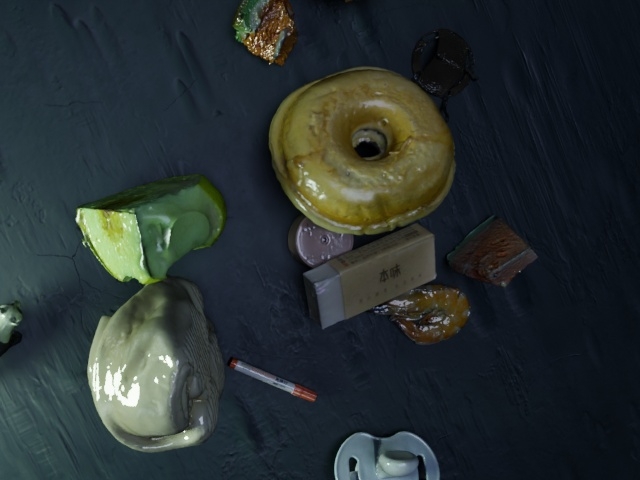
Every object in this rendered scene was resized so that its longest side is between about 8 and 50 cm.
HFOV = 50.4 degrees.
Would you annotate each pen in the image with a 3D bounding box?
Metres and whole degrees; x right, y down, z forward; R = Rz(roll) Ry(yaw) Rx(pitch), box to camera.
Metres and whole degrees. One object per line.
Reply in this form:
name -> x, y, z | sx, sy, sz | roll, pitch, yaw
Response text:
pen -> -0.116, 0.343, 1.670 | 0.239, 0.028, 0.028 | 26, 84, -14

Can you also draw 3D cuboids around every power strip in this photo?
power strip -> 0.000, 0.000, 1.667 | 0.154, 0.078, 0.154 | -1, 94, -19

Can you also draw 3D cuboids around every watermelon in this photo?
watermelon -> 0.452, 0.045, 1.708 | 0.140, 0.257, 0.193 | 44, 87, -12

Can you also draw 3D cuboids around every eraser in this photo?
eraser -> 0.126, 0.084, 1.661 | 0.343, 0.078, 0.144 | -23, 125, -21

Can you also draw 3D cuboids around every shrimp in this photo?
shrimp -> 0.240, 0.193, 1.754 | 0.317, 0.062, 0.164 | 0, 99, -15

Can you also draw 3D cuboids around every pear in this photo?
pear -> -0.343, -0.036, 1.502 | 0.282, 0.286, 0.176 | -31, 115, -41

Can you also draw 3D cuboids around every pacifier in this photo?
pacifier -> 0.181, 0.568, 1.661 | 0.279, 0.207, 0.227 | 3, 56, -16

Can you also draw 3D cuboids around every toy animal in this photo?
toy animal -> -0.713, 0.224, 1.448 | 0.094, 0.121, 0.225 | 45, 78, -12

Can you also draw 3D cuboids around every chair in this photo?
chair -> 0.315, -0.437, 1.746 | 0.174, 0.149, 0.213 | 27, 42, -12

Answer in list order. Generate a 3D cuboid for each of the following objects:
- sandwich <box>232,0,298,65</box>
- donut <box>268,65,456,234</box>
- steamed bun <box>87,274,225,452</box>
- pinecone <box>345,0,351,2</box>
sandwich -> -0.112, -0.527, 1.608 | 0.160, 0.109, 0.185 | 32, 83, -12
donut -> 0.100, -0.215, 1.591 | 0.449, 0.198, 0.449 | 3, 71, -8
steamed bun -> -0.355, 0.268, 1.439 | 0.255, 0.367, 0.342 | -12, 113, 0
pinecone -> 0.072, -0.676, 1.602 | 0.243, 0.243, 0.257 | -56, 146, -8
